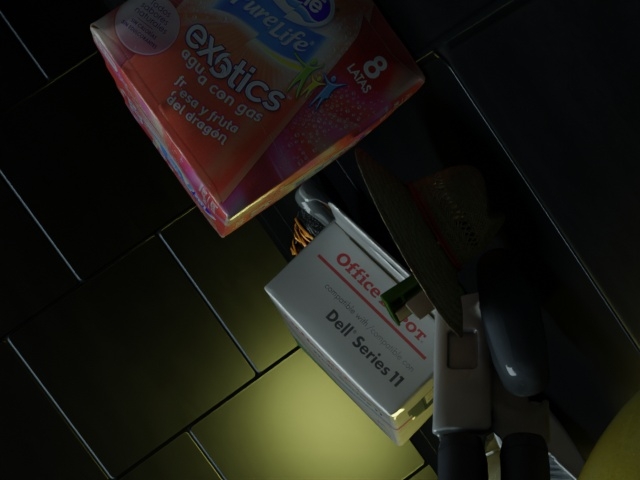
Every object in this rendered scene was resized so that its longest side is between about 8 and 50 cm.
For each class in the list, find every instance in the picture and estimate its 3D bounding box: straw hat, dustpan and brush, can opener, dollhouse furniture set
[{"bbox_3d":[0.081,-0.015,0.613,0.144,0.061,0.144,58,-169,-17],"label":"straw hat"},{"bbox_3d":[0.178,0.177,0.898,0.147,0.060,0.211,75,174,-52],"label":"dustpan and brush"},{"bbox_3d":[0.103,0.131,0.593,0.095,0.076,0.283,75,-164,-47],"label":"can opener"},{"bbox_3d":[0.118,0.085,0.891,0.151,0.058,0.076,49,173,44],"label":"dollhouse furniture set"}]

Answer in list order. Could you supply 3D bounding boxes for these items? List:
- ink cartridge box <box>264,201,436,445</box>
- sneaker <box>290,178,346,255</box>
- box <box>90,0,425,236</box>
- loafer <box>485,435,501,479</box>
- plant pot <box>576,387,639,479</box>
[{"bbox_3d":[0.055,0.110,1.148,0.207,0.119,0.353,44,171,18],"label":"ink cartridge box"},{"bbox_3d":[0.000,0.000,1.252,0.084,0.083,0.215,52,173,31],"label":"sneaker"},{"bbox_3d":[-0.049,-0.104,0.714,0.142,0.154,0.300,54,173,-2],"label":"box"},{"bbox_3d":[0.208,0.277,1.109,0.102,0.092,0.268,53,174,14],"label":"loafer"},{"bbox_3d":[0.190,0.157,0.543,0.134,0.095,0.134,54,174,8],"label":"plant pot"}]
